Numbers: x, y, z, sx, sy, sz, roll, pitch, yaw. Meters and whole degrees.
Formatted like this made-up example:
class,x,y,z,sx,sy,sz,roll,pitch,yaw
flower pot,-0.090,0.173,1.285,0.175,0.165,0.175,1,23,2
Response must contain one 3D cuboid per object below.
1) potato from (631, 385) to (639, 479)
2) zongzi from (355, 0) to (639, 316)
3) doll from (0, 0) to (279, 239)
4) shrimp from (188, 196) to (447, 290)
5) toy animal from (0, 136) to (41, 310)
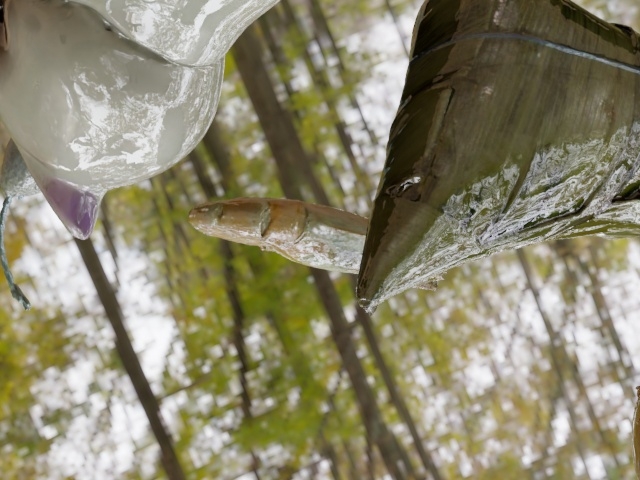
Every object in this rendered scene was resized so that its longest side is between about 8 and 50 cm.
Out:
class,x,y,z,sx,sy,sz,roll,pitch,yaw
potato,0.330,0.184,1.216,0.146,0.150,0.234,13,-138,-12
zongzi,0.155,-0.023,0.941,0.125,0.251,0.274,-48,-160,52
doll,-0.128,-0.209,1.127,0.370,0.226,0.215,-50,-163,22
shrimp,0.000,-0.002,1.196,0.217,0.051,0.115,12,180,-13
toy animal,-0.325,-0.053,1.663,0.070,0.253,0.079,12,-162,-30
